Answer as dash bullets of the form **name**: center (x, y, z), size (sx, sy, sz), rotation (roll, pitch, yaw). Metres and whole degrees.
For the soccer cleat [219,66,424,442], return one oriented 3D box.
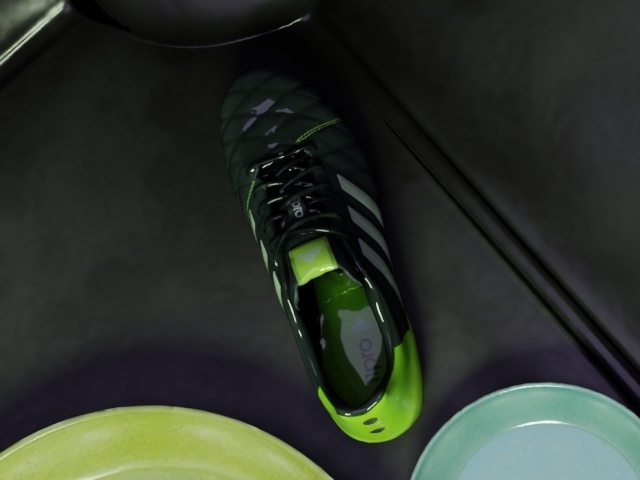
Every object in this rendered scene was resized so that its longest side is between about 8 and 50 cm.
- **soccer cleat**: center (0.000, 0.000, 0.856), size (0.060, 0.072, 0.179), rotation (-23, 75, 6)

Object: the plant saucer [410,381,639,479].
- **plant saucer**: center (0.095, 0.120, 0.838), size (0.119, 0.021, 0.119), rotation (-2, 78, 11)

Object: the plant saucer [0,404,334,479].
- **plant saucer**: center (-0.072, 0.192, 0.850), size (0.241, 0.037, 0.241), rotation (-3, 78, 12)
